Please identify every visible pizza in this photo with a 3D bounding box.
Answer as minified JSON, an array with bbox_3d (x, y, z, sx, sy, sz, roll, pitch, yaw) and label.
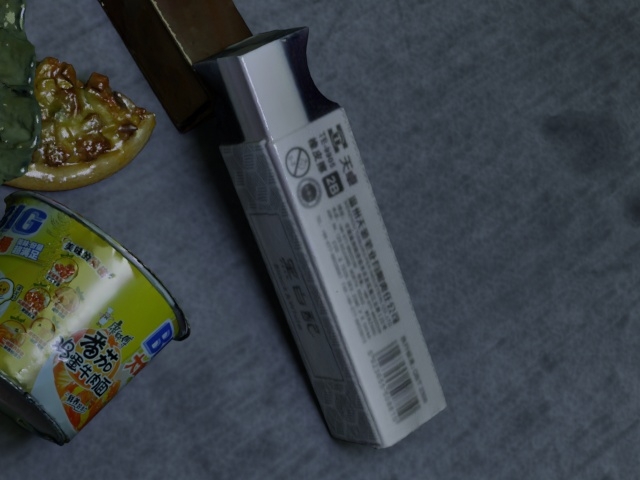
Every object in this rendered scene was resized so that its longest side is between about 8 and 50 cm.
[{"bbox_3d":[-0.247,-0.113,1.550,0.175,0.046,0.134,-32,92,-30],"label":"pizza"}]

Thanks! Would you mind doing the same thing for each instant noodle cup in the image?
[{"bbox_3d":[-0.239,0.077,1.430,0.205,0.205,0.153,42,72,-12],"label":"instant noodle cup"}]

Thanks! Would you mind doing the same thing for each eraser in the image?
[{"bbox_3d":[0.000,0.000,1.564,0.098,0.096,0.404,-29,106,-32],"label":"eraser"}]

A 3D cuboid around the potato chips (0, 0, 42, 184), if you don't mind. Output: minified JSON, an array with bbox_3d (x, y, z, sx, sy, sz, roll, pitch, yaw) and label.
[{"bbox_3d":[-0.442,-0.142,1.428,0.389,0.097,0.373,9,73,-24],"label":"potato chips"}]

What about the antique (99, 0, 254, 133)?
[{"bbox_3d":[-0.170,-0.266,1.605,0.087,0.093,0.310,-33,93,-30],"label":"antique"}]
